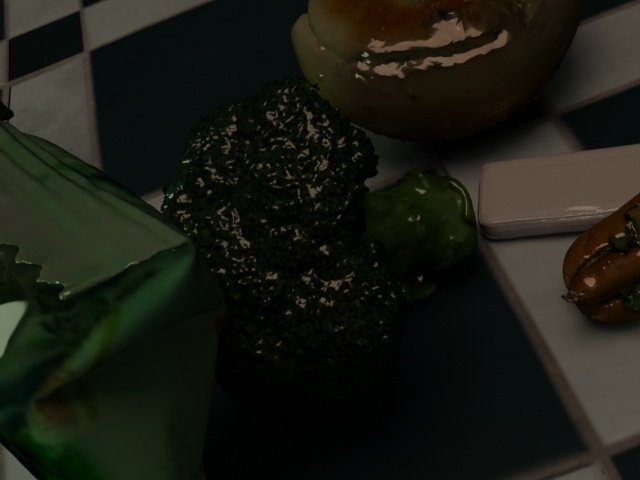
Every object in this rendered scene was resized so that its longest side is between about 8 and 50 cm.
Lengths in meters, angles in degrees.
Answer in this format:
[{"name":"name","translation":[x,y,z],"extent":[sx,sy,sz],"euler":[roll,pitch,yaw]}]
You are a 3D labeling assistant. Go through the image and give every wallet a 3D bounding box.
[{"name":"wallet","translation":[0.241,-0.047,0.855],"extent":[0.190,0.033,0.095],"euler":[-4,49,19]}]

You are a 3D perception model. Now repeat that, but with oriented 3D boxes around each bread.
[{"name":"bread","translation":[0.145,-0.194,0.934],"extent":[0.314,0.171,0.192],"euler":[-25,47,0]}]

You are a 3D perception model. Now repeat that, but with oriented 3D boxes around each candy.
[{"name":"candy","translation":[-0.147,0.120,0.617],"extent":[0.172,0.398,0.263],"euler":[-19,31,-31]}]

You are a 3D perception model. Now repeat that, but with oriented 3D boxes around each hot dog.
[{"name":"hot dog","translation":[0.313,-0.011,0.753],"extent":[0.269,0.072,0.109],"euler":[-29,70,-4]}]

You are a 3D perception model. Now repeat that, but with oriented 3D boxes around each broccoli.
[{"name":"broccoli","translation":[0.000,0.000,0.766],"extent":[0.297,0.297,0.297],"euler":[-15,41,-23]}]
